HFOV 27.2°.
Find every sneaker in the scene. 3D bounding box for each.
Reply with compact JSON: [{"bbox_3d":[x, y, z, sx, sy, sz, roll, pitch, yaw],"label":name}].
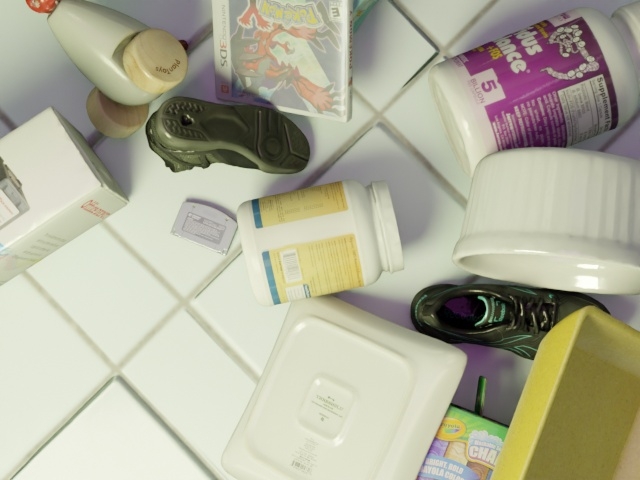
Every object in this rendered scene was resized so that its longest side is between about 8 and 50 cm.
[{"bbox_3d":[0.254,0.107,1.745,0.267,0.106,0.101,2,84,0],"label":"sneaker"},{"bbox_3d":[-0.132,-0.134,1.788,0.228,0.130,0.087,8,80,-26],"label":"sneaker"}]

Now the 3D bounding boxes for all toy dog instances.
[{"bbox_3d":[-0.291,-0.306,1.754,0.220,0.161,0.333,-8,120,37],"label":"toy dog"}]

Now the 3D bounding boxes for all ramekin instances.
[{"bbox_3d":[0.305,-0.022,1.622,0.277,0.277,0.135,7,81,1],"label":"ramekin"}]

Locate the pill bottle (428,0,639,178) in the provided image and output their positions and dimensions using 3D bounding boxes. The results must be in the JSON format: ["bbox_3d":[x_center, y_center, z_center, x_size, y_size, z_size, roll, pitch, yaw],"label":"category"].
[{"bbox_3d":[0.308,-0.206,1.736,0.302,0.169,0.169,-22,85,-1],"label":"pill bottle"}]

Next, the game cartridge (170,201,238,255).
[{"bbox_3d":[-0.157,-0.019,1.806,0.083,0.017,0.056,22,90,2],"label":"game cartridge"}]

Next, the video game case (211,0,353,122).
[{"bbox_3d":[-0.051,-0.257,1.739,0.201,0.023,0.183,13,121,23],"label":"video game case"}]

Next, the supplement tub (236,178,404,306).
[{"bbox_3d":[0.000,0.000,1.737,0.200,0.144,0.144,-11,85,0],"label":"supplement tub"}]

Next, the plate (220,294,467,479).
[{"bbox_3d":[0.017,0.220,1.704,0.277,0.045,0.278,22,86,33],"label":"plate"}]

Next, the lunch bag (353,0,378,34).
[{"bbox_3d":[0.033,-0.438,1.766,0.223,0.160,0.262,38,93,4],"label":"lunch bag"}]

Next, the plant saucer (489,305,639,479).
[{"bbox_3d":[0.331,0.268,1.671,0.081,0.333,0.332,17,84,46],"label":"plant saucer"}]

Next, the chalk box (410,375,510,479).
[{"bbox_3d":[0.185,0.281,1.718,0.132,0.132,0.213,22,87,3],"label":"chalk box"}]

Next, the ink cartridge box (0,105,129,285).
[{"bbox_3d":[-0.420,-0.025,1.706,0.306,0.226,0.131,-35,87,-3],"label":"ink cartridge box"}]
